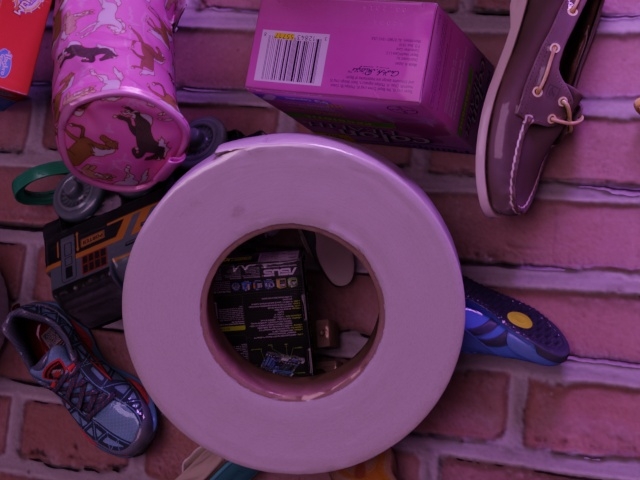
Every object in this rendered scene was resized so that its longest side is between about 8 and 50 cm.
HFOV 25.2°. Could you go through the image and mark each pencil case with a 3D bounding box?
[{"bbox_3d":[-0.246,-0.226,1.763,0.167,0.160,0.386,-6,42,-2],"label":"pencil case"}]

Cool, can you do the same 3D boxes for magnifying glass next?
[{"bbox_3d":[-0.300,-0.098,1.897,0.231,0.092,0.026,-18,70,8],"label":"magnifying glass"}]

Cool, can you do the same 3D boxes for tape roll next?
[{"bbox_3d":[-0.030,0.072,1.612,0.392,0.072,0.392,1,104,4],"label":"tape roll"}]

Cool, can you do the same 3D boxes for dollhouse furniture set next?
[{"bbox_3d":[-0.061,0.122,1.730,0.144,0.123,0.151,-7,78,21],"label":"dollhouse furniture set"}]

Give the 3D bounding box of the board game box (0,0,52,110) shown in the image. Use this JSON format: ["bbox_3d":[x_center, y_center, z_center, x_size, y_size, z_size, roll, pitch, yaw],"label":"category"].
[{"bbox_3d":[-0.399,-0.340,1.902,0.064,0.242,0.317,15,86,-19],"label":"board game box"}]

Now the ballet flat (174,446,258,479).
[{"bbox_3d":[-0.168,0.318,1.773,0.248,0.086,0.086,-42,68,9],"label":"ballet flat"}]

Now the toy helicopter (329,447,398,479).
[{"bbox_3d":[0.098,0.364,1.612,0.235,0.140,0.355,-32,53,-5],"label":"toy helicopter"}]

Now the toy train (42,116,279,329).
[{"bbox_3d":[-0.198,-0.020,1.783,0.334,0.142,0.190,-21,55,16],"label":"toy train"}]

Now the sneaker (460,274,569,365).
[{"bbox_3d":[0.189,0.104,1.671,0.209,0.069,0.082,26,118,18],"label":"sneaker"}]

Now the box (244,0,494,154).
[{"bbox_3d":[0.063,-0.192,1.670,0.213,0.243,0.117,8,84,23],"label":"box"}]

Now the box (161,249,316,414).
[{"bbox_3d":[-0.104,0.110,1.687,0.190,0.045,0.184,-5,108,5],"label":"box"}]

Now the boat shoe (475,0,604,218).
[{"bbox_3d":[0.260,-0.179,1.661,0.096,0.116,0.324,10,79,26],"label":"boat shoe"}]

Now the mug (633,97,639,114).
[{"bbox_3d":[0.402,-0.168,1.625,0.062,0.064,0.078,34,95,23],"label":"mug"}]

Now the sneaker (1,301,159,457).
[{"bbox_3d":[-0.318,0.181,1.824,0.262,0.125,0.104,43,98,23],"label":"sneaker"}]

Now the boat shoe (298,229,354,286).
[{"bbox_3d":[0.000,0.000,1.773,0.137,0.049,0.043,65,148,16],"label":"boat shoe"}]

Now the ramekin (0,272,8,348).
[{"bbox_3d":[-0.545,0.099,1.931,0.273,0.127,0.273,-4,78,22],"label":"ramekin"}]
